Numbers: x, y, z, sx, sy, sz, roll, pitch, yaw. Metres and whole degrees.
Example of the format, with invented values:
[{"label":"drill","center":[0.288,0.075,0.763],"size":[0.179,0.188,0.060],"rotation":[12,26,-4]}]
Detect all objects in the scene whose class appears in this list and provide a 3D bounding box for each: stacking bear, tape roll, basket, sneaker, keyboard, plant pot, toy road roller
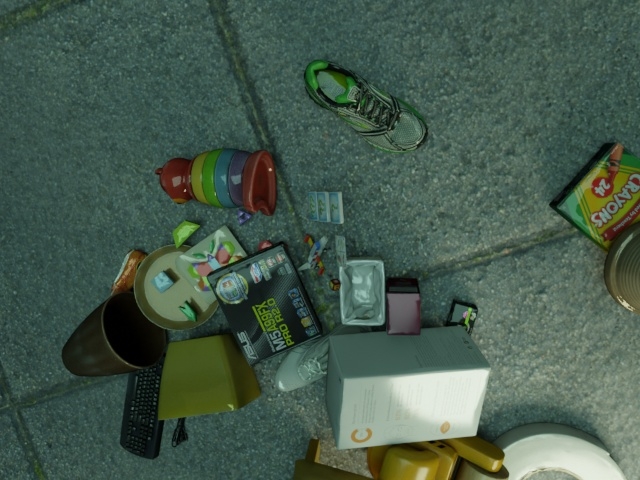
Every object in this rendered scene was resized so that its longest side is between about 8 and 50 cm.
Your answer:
[{"label":"stacking bear","center":[-0.275,-0.153,1.415],"size":[0.289,0.175,0.164],"rotation":[3,89,16]},{"label":"tape roll","center":[0.595,0.667,1.436],"size":[0.392,0.072,0.391],"rotation":[1,98,9]},{"label":"basket","center":[0.110,0.124,1.417],"size":[0.113,0.103,0.167],"rotation":[-1,96,8]},{"label":"sneaker","center":[-0.002,0.305,1.444],"size":[0.297,0.129,0.111],"rotation":[-36,92,12]},{"label":"sneaker","center":[0.101,-0.319,1.340],"size":[0.344,0.146,0.134],"rotation":[29,100,3]},{"label":"keyboard","center":[-0.467,0.477,1.582],"size":[0.202,0.033,0.317],"rotation":[11,99,6]},{"label":"plant pot","center":[-0.296,0.346,1.463],"size":[0.212,0.212,0.187],"rotation":[-10,82,9]},{"label":"plant pot","center":[-0.580,0.279,1.497],"size":[0.230,0.215,0.215],"rotation":[-26,93,22]},{"label":"plant pot","center":[-0.385,0.127,1.508],"size":[0.236,0.032,0.236],"rotation":[0,94,-2]},{"label":"toy road roller","center":[0.269,0.575,1.356],"size":[0.330,0.241,0.202],"rotation":[20,100,25]},{"label":"plant pot","center":[0.775,0.071,1.234],"size":[0.238,0.109,0.237],"rotation":[0,106,-1]},{"label":"sneaker","center":[-0.528,0.110,1.528],"size":[0.067,0.064,0.175],"rotation":[26,103,-6]}]

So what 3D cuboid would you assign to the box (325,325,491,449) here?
[{"label":"box","center":[0.197,0.348,1.327],"size":[0.346,0.168,0.214],"rotation":[-2,117,-10]}]

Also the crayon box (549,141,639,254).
[{"label":"crayon box","center":[0.743,-0.056,1.317],"size":[0.318,0.081,0.202],"rotation":[39,100,1]}]

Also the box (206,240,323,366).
[{"label":"box","center":[-0.141,0.166,1.450],"size":[0.216,0.060,0.270],"rotation":[-23,100,0]}]

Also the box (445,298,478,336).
[{"label":"box","center":[0.361,0.201,1.418],"size":[0.062,0.052,0.083],"rotation":[14,100,6]}]

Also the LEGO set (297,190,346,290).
[{"label":"LEGO set","center":[0.000,0.000,1.383],"size":[0.060,0.182,0.244],"rotation":[-8,99,-26]}]

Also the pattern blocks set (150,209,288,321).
[{"label":"pattern blocks set","center":[-0.277,0.064,1.474],"size":[0.285,0.026,0.325],"rotation":[40,94,-4]}]

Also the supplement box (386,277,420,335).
[{"label":"supplement box","center":[0.203,0.159,1.365],"size":[0.081,0.188,0.104],"rotation":[0,97,7]}]

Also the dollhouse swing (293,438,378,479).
[{"label":"dollhouse swing","center":[0.057,0.709,1.370],"size":[0.315,0.305,0.346],"rotation":[7,98,21]}]
